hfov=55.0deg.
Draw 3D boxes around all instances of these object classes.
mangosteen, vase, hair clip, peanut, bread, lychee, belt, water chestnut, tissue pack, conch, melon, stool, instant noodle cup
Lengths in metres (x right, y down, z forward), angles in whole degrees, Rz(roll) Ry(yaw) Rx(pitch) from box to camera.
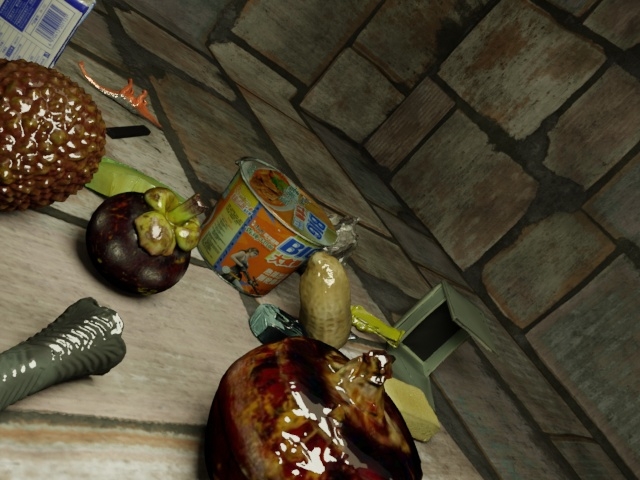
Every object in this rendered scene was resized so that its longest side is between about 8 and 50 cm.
[{"bbox_3d":[-0.293,-0.014,1.070,0.192,0.217,0.192,46,15,-16],"label":"mangosteen"},{"bbox_3d":[-0.353,0.153,0.748,0.115,0.115,0.237,45,19,6],"label":"vase"},{"bbox_3d":[0.146,0.230,1.690,0.173,0.046,0.072,25,39,11],"label":"hair clip"},{"bbox_3d":[0.008,0.140,1.367,0.137,0.122,0.253,-103,-172,-49],"label":"peanut"},{"bbox_3d":[0.183,0.386,1.433,0.188,0.068,0.125,29,22,-37],"label":"bread"},{"bbox_3d":[-0.485,-0.152,0.961,0.271,0.271,0.271,39,18,-15],"label":"lychee"},{"bbox_3d":[-0.086,0.190,1.312,0.140,0.058,0.105,36,15,-21],"label":"belt"},{"bbox_3d":[0.009,0.279,0.901,0.350,0.302,0.350,40,13,-11],"label":"water chestnut"},{"bbox_3d":[-0.623,-0.451,1.279,0.209,0.269,0.137,35,17,-14],"label":"tissue pack"},{"bbox_3d":[0.012,0.003,1.684,0.313,0.241,0.186,38,26,-62],"label":"conch"},{"bbox_3d":[-0.384,-0.104,1.292,0.209,0.064,0.118,28,9,-10],"label":"melon"},{"bbox_3d":[0.325,0.283,1.690,0.170,0.243,0.269,40,17,-10],"label":"stool"},{"bbox_3d":[-0.136,-0.019,1.430,0.296,0.214,0.296,38,18,-15],"label":"instant noodle cup"}]

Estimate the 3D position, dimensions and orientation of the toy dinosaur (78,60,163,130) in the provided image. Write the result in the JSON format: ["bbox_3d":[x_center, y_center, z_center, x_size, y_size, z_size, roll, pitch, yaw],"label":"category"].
[{"bbox_3d":[-0.541,-0.404,1.704,0.279,0.055,0.101,39,40,-22],"label":"toy dinosaur"}]

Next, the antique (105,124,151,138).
[{"bbox_3d":[-0.495,-0.280,1.586,0.031,0.015,0.192,45,18,0],"label":"antique"}]

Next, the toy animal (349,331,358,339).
[{"bbox_3d":[0.043,0.195,1.551,0.202,0.070,0.105,-172,-109,-84],"label":"toy animal"}]

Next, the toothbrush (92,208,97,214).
[{"bbox_3d":[-0.385,-0.062,1.307,0.025,0.020,0.286,39,15,14],"label":"toothbrush"}]
